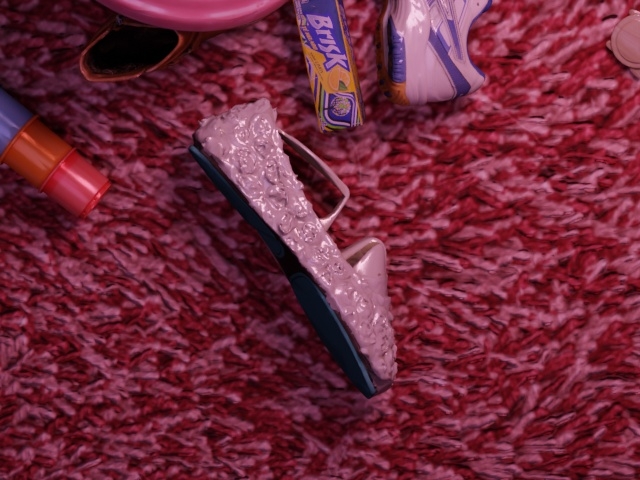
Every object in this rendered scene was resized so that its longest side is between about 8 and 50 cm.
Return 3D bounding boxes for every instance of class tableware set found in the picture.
[{"bbox_3d":[0.427,-0.256,1.811,0.141,0.020,0.169,27,109,3],"label":"tableware set"}]

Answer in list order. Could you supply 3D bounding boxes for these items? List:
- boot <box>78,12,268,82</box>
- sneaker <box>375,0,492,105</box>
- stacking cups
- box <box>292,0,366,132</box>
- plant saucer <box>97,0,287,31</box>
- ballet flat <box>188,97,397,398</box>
[{"bbox_3d":[-0.145,-0.273,1.791,0.283,0.220,0.109,-21,103,14],"label":"boot"},{"bbox_3d":[0.133,-0.308,1.815,0.131,0.112,0.297,-4,104,-12],"label":"sneaker"},{"bbox_3d":[-0.401,-0.148,1.933,0.316,0.096,0.096,38,107,-2],"label":"stacking cups"},{"bbox_3d":[0.011,-0.220,1.866,0.054,0.059,0.169,-11,103,10],"label":"box"},{"bbox_3d":[-0.151,-0.391,1.725,0.332,0.332,0.084,30,149,0],"label":"plant saucer"},{"bbox_3d":[0.000,0.000,1.897,0.147,0.147,0.409,-33,98,16],"label":"ballet flat"}]
